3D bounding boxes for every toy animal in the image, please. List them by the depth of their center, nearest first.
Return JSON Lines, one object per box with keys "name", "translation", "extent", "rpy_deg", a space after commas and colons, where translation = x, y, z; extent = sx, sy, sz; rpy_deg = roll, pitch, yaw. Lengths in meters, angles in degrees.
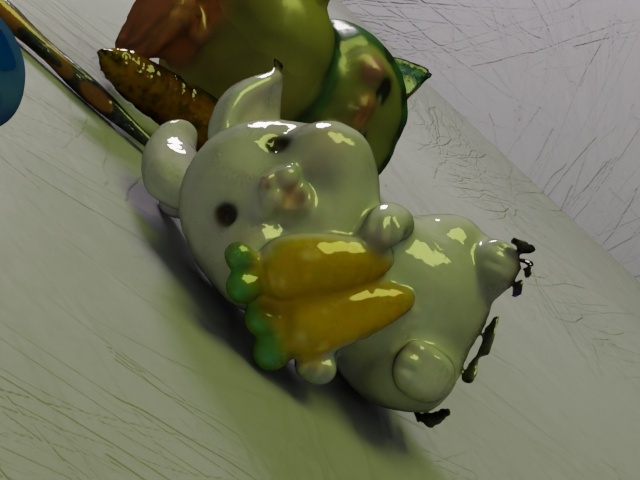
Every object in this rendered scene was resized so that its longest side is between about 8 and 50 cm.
{"name": "toy animal", "translation": [0.002, -0.001, 1.364], "extent": [0.310, 0.183, 0.247], "rpy_deg": [33, 9, -11]}
{"name": "toy animal", "translation": [-0.058, -0.182, 1.753], "extent": [0.338, 0.216, 0.191], "rpy_deg": [36, -13, -33]}

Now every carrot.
{"name": "carrot", "translation": [-0.099, -0.099, 1.610], "extent": [0.314, 0.066, 0.066], "rpy_deg": [32, 15, -41]}

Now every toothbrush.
{"name": "toothbrush", "translation": [-0.208, -0.137, 1.536], "extent": [0.321, 0.023, 0.031], "rpy_deg": [41, 6, -3]}

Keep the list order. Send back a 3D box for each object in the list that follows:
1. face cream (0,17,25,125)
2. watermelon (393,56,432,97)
{"name": "face cream", "translation": [-0.302, -0.135, 1.118], "extent": [0.149, 0.083, 0.264], "rpy_deg": [44, 13, 15]}
{"name": "watermelon", "translation": [0.031, -0.177, 2.093], "extent": [0.202, 0.207, 0.136], "rpy_deg": [169, -102, -86]}
